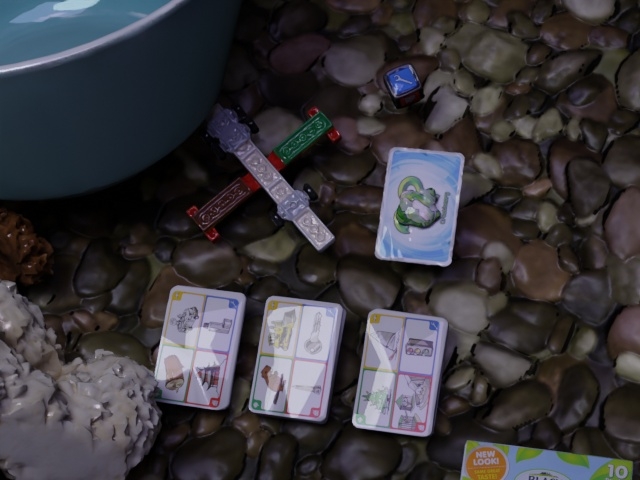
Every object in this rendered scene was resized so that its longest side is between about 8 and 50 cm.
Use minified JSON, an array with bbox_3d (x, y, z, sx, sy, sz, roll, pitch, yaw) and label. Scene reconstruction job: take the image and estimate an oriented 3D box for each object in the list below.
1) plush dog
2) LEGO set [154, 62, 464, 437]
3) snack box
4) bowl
[{"bbox_3d":[-0.261,0.071,0.980,0.262,0.210,0.225,-30,37,-9],"label":"plush dog"},{"bbox_3d":[0.000,0.000,1.047,0.182,0.060,0.244,6,76,10],"label":"LEGO set"},{"bbox_3d":[0.124,0.193,0.927,0.100,0.037,0.141,7,65,11],"label":"snack box"},{"bbox_3d":[-0.181,-0.142,1.040,0.312,0.163,0.311,-4,43,4],"label":"bowl"}]
